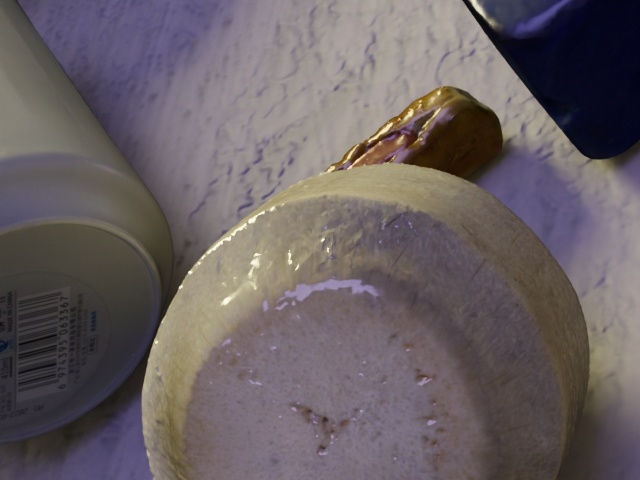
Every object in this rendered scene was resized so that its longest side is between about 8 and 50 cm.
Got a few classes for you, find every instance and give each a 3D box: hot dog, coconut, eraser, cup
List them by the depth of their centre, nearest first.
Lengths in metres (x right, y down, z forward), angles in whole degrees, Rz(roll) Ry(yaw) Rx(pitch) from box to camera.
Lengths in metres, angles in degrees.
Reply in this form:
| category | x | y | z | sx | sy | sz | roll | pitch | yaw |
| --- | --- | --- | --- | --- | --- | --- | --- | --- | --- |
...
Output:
| category | x | y | z | sx | sy | sz | roll | pitch | yaw |
| --- | --- | --- | --- | --- | --- | --- | --- | --- | --- |
| coconut | 0.031 | 0.078 | 0.921 | 0.237 | 0.266 | 0.237 | 3 | 102 | 15 |
| eraser | 0.256 | -0.199 | 0.999 | 0.332 | 0.155 | 0.101 | -39 | 47 | 7 |
| hot dog | 0.002 | 0.003 | 1.082 | 0.286 | 0.088 | 0.061 | -39 | 50 | -2 |
| cup | -0.295 | -0.008 | 1.161 | 0.323 | 0.237 | 0.327 | -40 | 49 | 4 |
